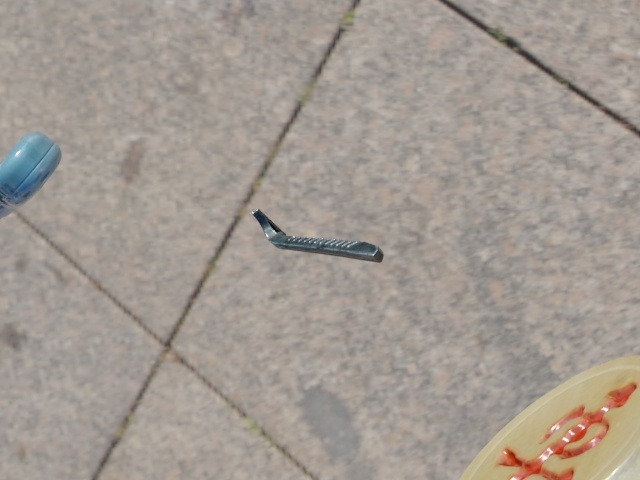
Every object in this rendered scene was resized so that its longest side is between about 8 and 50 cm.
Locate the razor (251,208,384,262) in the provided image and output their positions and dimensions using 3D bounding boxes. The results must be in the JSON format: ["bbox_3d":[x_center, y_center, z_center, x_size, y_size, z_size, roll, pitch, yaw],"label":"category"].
[{"bbox_3d":[-0.003,0.005,1.528,0.190,0.066,0.033,13,68,41],"label":"razor"}]

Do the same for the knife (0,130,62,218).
[{"bbox_3d":[-0.247,-0.014,0.925,0.032,0.058,0.244,37,144,-17],"label":"knife"}]

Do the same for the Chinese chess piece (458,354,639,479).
[{"bbox_3d":[0.207,0.196,1.001,0.251,0.251,0.097,-34,99,30],"label":"Chinese chess piece"}]
